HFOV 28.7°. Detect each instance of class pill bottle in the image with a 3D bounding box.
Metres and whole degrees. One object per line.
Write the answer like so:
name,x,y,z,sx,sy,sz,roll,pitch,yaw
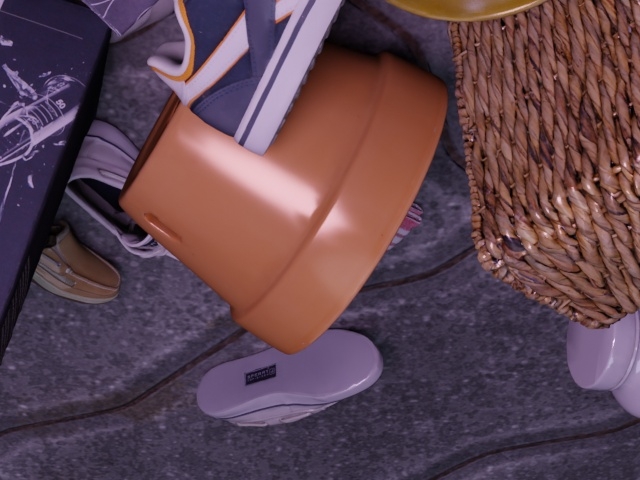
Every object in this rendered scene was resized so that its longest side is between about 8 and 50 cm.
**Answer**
pill bottle,0.464,0.130,1.473,0.323,0.181,0.181,8,142,-13

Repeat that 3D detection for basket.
basket,0.263,-0.101,1.059,0.213,0.299,0.223,28,134,-34

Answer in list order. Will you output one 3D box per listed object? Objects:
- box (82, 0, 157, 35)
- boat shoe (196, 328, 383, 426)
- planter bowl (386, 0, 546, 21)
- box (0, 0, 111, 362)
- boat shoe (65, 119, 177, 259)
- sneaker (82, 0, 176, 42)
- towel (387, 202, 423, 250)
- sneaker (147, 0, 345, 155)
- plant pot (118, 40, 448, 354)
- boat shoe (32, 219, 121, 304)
box,-0.107,-0.284,0.793,0.247,0.142,0.163,-41,137,5
boat shoe,-0.029,0.188,1.601,0.267,0.096,0.088,-20,143,24
planter bowl,0.121,-0.282,0.986,0.217,0.090,0.217,-1,142,-1
box,-0.380,-0.067,0.995,0.343,0.312,0.179,17,153,-8
boat shoe,-0.186,-0.023,1.318,0.095,0.084,0.258,-26,137,28
sneaker,-0.079,-0.229,1.035,0.281,0.105,0.115,-24,137,25
towel,0.000,0.000,1.383,0.144,0.029,0.197,25,128,-38
sneaker,-0.027,-0.212,0.893,0.127,0.126,0.321,30,122,-3
plant pot,-0.048,-0.070,1.131,0.203,0.291,0.291,29,136,-12
boat shoe,-0.295,0.011,1.380,0.190,0.068,0.072,25,124,-31
